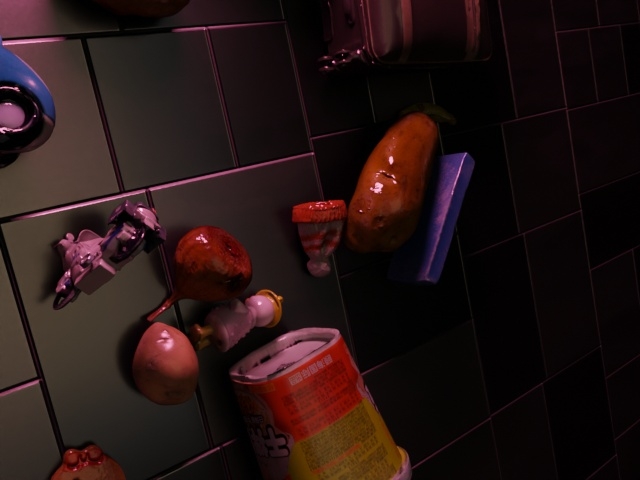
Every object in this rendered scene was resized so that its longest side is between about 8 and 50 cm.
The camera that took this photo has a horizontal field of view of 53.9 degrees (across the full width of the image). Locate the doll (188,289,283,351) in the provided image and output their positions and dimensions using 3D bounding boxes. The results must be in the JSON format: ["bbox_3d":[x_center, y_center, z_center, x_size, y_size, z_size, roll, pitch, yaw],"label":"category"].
[{"bbox_3d":[-0.150,0.149,1.185,0.207,0.081,0.129,-23,143,-38],"label":"doll"}]

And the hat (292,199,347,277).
[{"bbox_3d":[0.000,0.000,1.293,0.112,0.093,0.162,-5,101,-9],"label":"hat"}]

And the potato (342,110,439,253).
[{"bbox_3d":[0.167,-0.129,1.360,0.195,0.176,0.369,41,63,-31],"label":"potato"}]

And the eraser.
[{"bbox_3d":[0.250,-0.047,1.433,0.043,0.144,0.311,27,75,-30],"label":"eraser"}]

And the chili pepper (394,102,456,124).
[{"bbox_3d":[0.260,-0.304,1.502,0.208,0.043,0.048,-8,82,-36],"label":"chili pepper"}]

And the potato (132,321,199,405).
[{"bbox_3d":[-0.265,0.218,1.096,0.112,0.112,0.147,-23,110,-33],"label":"potato"}]

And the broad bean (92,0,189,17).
[{"bbox_3d":[-0.323,-0.450,1.040,0.229,0.122,0.156,7,56,-41],"label":"broad bean"}]

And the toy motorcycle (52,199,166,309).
[{"bbox_3d":[-0.341,0.015,1.000,0.102,0.221,0.150,44,22,-30],"label":"toy motorcycle"}]

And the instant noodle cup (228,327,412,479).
[{"bbox_3d":[-0.017,0.345,1.193,0.294,0.294,0.307,-27,99,-32],"label":"instant noodle cup"}]

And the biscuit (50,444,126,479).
[{"bbox_3d":[-0.401,0.456,1.043,0.166,0.036,0.225,30,73,-30],"label":"biscuit"}]

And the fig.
[{"bbox_3d":[-0.222,0.076,1.137,0.146,0.134,0.201,38,100,-13],"label":"fig"}]

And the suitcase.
[{"bbox_3d":[0.186,-0.502,1.357,0.434,0.194,0.283,-13,98,-36],"label":"suitcase"}]

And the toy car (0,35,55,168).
[{"bbox_3d":[-0.503,-0.214,0.875,0.255,0.188,0.190,10,78,-33],"label":"toy car"}]
